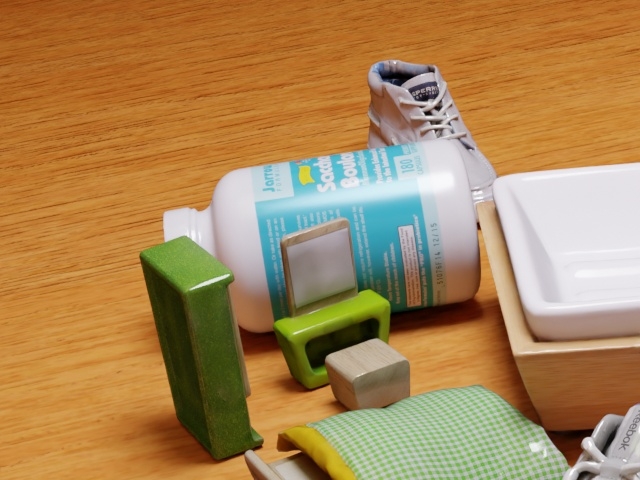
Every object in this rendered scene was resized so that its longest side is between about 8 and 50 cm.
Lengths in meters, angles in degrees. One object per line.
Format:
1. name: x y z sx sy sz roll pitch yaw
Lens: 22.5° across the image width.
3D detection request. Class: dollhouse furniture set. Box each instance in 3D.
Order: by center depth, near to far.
1. dollhouse furniture set: 0.022 0.091 1.174 0.197 0.151 0.301 -18 25 -22

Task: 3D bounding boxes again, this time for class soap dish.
1. soap dish: 0.248 0.039 1.251 0.229 0.118 0.291 -4 23 1

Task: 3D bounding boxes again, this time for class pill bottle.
1. pill bottle: 0.000 0.000 1.403 0.264 0.146 0.146 -9 23 -1

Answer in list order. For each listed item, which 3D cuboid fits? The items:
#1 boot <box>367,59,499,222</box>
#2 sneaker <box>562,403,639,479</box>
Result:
1. boot: 0.109 -0.108 1.647 0.095 0.123 0.258 -17 24 -19
2. sneaker: 0.173 0.172 0.965 0.111 0.129 0.297 12 32 36
